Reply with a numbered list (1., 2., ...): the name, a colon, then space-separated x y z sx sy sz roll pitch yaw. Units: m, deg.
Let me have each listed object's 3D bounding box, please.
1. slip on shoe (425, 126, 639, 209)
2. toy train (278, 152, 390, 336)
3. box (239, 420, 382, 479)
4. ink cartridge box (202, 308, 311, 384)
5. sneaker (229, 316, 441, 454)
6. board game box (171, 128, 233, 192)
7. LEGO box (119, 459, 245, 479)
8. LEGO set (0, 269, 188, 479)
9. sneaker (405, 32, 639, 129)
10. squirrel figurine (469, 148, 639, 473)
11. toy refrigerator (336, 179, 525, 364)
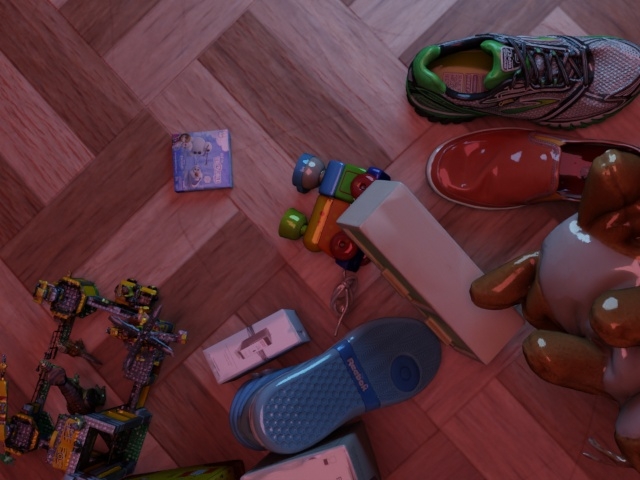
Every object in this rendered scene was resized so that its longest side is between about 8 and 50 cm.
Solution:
1. slip on shoe: 0.314 -0.102 1.364 0.331 0.101 0.123 4 88 10
2. toy train: 0.000 0.000 1.410 0.143 0.105 0.248 20 89 20
3. box: -0.002 0.341 1.314 0.148 0.232 0.127 -19 84 7
4. ink cartridge box: -0.091 0.154 1.408 0.135 0.099 0.056 -28 81 5
5. sneaker: 0.006 0.205 1.386 0.319 0.208 0.127 -19 87 -30
6. board game box: -0.182 -0.122 1.481 0.090 0.020 0.090 -5 85 7
7. LEGO box: -0.216 0.507 1.200 0.193 0.500 0.373 -10 85 8
8. LEGO set: -0.355 0.207 1.397 0.254 0.192 0.331 26 90 9
9. sneaker: 0.290 -0.226 1.353 0.343 0.146 0.134 -5 85 8
10. squirrel figurine: 0.437 0.139 1.185 0.281 0.397 0.371 -46 52 31
11. toy refrigerator: 0.148 0.046 1.320 0.094 0.102 0.269 -46 107 -8
